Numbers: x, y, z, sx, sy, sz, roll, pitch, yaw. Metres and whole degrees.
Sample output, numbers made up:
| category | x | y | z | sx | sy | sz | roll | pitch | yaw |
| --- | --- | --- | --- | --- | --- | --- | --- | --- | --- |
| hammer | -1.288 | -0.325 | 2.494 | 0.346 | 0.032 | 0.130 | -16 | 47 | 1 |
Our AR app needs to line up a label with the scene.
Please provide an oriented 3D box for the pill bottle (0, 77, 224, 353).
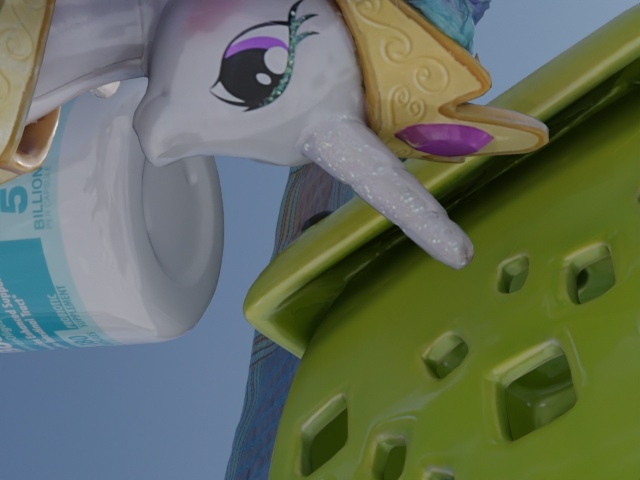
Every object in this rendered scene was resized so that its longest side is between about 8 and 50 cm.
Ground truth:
| category | x | y | z | sx | sy | sz | roll | pitch | yaw |
| --- | --- | --- | --- | --- | --- | --- | --- | --- | --- |
| pill bottle | -0.198 | -0.007 | 0.872 | 0.264 | 0.146 | 0.146 | -6 | -62 | 20 |

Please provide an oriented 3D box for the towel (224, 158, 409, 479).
| category | x | y | z | sx | sy | sz | roll | pitch | yaw |
| --- | --- | --- | --- | --- | --- | --- | --- | --- | --- |
| towel | 0.000 | 0.000 | 0.958 | 0.040 | 0.271 | 0.370 | 15 | -115 | -11 |

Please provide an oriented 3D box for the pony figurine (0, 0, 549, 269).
| category | x | y | z | sx | sy | sz | roll | pitch | yaw |
| --- | --- | --- | --- | --- | --- | --- | --- | --- | --- |
| pony figurine | -0.139 | -0.115 | 0.508 | 0.363 | 0.351 | 0.303 | -9 | -33 | -11 |

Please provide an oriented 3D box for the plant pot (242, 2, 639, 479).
| category | x | y | z | sx | sy | sz | roll | pitch | yaw |
| --- | --- | --- | --- | --- | --- | --- | --- | --- | --- |
| plant pot | 0.115 | 0.066 | 0.546 | 0.227 | 0.207 | 0.228 | -35 | -43 | 21 |
